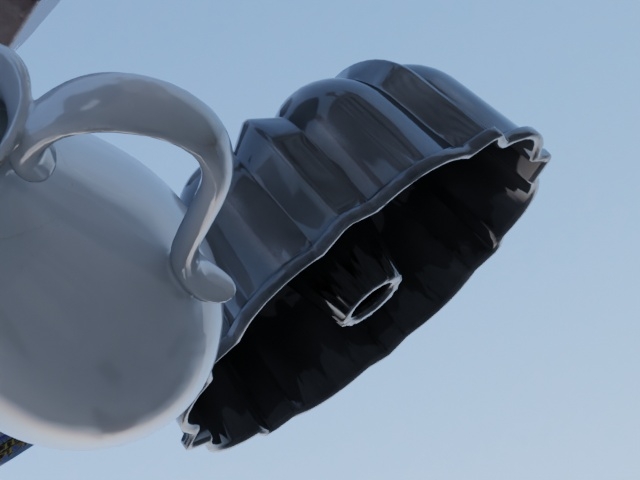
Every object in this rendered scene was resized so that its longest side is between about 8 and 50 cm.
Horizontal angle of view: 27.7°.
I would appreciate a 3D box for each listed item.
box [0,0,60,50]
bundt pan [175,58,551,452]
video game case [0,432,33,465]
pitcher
[{"bbox_3d":[-0.349,-0.308,1.299,0.203,0.167,0.168,37,-129,-11],"label":"box"},{"bbox_3d":[0.000,0.000,0.927,0.331,0.124,0.331,-35,-20,-15],"label":"bundt pan"},{"bbox_3d":[-0.349,0.101,1.191,0.269,0.244,0.061,-31,-26,-12],"label":"video game case"},{"bbox_3d":[-0.095,0.005,0.512,0.207,0.177,0.125,58,-143,-54],"label":"pitcher"}]
